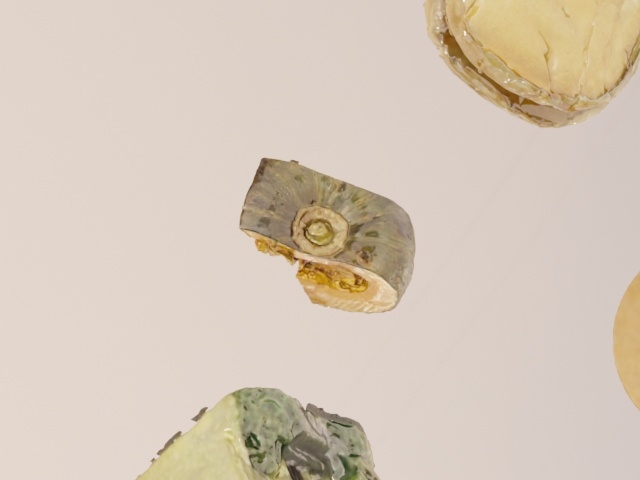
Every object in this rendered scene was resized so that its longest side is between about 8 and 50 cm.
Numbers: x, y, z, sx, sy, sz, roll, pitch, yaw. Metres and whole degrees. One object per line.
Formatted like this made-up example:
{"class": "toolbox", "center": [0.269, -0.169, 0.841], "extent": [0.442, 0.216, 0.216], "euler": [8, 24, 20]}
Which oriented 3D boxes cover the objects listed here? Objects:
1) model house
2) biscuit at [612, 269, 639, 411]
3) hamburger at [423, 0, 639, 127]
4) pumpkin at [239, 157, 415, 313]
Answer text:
{"class": "model house", "center": [-0.035, 0.358, 1.508], "extent": [0.321, 0.261, 0.266], "euler": [36, -163, -36]}
{"class": "biscuit", "center": [0.449, 0.083, 1.287], "extent": [0.052, 0.354, 0.275], "euler": [23, -116, -57]}
{"class": "hamburger", "center": [0.244, -0.269, 1.441], "extent": [0.259, 0.144, 0.283], "euler": [34, -101, -15]}
{"class": "pumpkin", "center": [0.000, -0.001, 1.967], "extent": [0.280, 0.190, 0.139], "euler": [21, -112, -13]}
